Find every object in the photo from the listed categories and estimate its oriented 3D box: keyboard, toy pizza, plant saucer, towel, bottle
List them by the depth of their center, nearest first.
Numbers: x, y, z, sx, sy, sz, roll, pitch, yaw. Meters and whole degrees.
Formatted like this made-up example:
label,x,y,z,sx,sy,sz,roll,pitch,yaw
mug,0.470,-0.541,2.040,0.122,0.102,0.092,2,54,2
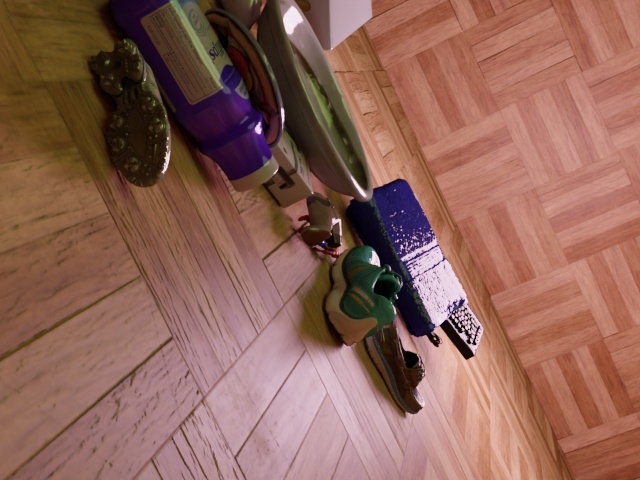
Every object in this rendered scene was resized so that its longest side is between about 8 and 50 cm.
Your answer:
label,x,y,z,sx,sy,sz,roll,pitch,yaw
bottle,-0.147,-0.193,1.052,0.283,0.092,0.118,60,13,-21
toy pizza,-0.116,-0.213,1.150,0.201,0.032,0.201,47,-26,31
plant saucer,-0.029,-0.238,1.494,0.400,0.100,0.400,-23,90,-78
towel,0.175,0.033,1.740,0.227,0.076,0.308,-23,86,-58
keyboard,0.242,0.126,1.836,0.317,0.033,0.201,51,42,-13

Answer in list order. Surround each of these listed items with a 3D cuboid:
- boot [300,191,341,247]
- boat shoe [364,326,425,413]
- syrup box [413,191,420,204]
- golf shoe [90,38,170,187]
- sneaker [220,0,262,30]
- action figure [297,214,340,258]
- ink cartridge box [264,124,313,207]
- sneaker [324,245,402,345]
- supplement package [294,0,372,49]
label,x,y,z,sx,sy,sz,roll,pitch,yaw
boot,-0.005,-0.036,1.324,0.118,0.042,0.087,23,46,-59
boat shoe,0.143,0.223,1.453,0.183,0.066,0.066,57,17,-28
syrup box,0.216,0.010,1.980,0.237,0.096,0.093,68,15,3
golf shoe,-0.181,-0.125,0.891,0.086,0.069,0.176,49,22,-63
sneaker,-0.159,-0.462,1.479,0.095,0.090,0.235,8,63,-37
action figure,0.000,0.000,1.382,0.115,0.030,0.038,40,33,-45
ink cartridge box,-0.069,-0.132,1.296,0.135,0.056,0.099,53,19,-39
sneaker,0.083,0.082,1.385,0.107,0.110,0.275,61,15,-18
supplement package,0.000,-0.541,1.680,0.204,0.145,0.262,-49,145,-47
